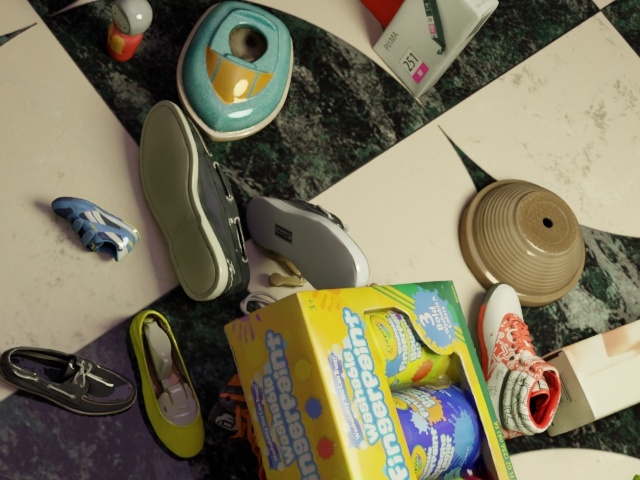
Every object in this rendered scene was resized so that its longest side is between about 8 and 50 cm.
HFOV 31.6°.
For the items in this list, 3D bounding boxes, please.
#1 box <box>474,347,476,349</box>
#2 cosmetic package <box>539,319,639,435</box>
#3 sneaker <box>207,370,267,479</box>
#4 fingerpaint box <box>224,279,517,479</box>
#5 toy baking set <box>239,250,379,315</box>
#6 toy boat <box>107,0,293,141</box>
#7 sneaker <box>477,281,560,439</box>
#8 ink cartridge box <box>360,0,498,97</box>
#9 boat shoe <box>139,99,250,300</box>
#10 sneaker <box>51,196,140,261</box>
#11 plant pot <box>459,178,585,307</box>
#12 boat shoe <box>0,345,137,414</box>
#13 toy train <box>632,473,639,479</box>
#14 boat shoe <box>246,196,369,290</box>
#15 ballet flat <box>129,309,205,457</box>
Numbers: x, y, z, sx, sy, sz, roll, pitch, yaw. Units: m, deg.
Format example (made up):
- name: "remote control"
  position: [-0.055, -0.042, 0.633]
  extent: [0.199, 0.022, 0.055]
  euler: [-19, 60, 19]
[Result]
- name: "box"
  position: [0.184, 0.197, 1.862]
  extent: [0.136, 0.028, 0.081]
  euler: [18, 63, -9]
- name: "cosmetic package"
  position: [0.510, 0.212, 1.903]
  extent: [0.296, 0.153, 0.129]
  euler: [-15, 75, -26]
- name: "sneaker"
  position: [-0.085, 0.314, 1.674]
  extent: [0.180, 0.125, 0.321]
  euler: [14, 53, -9]
- name: "fingerpaint box"
  position: [0.098, 0.292, 1.614]
  extent: [0.371, 0.163, 0.445]
  euler: [-1, 70, -49]
- name: "toy baking set"
  position: [-0.021, 0.105, 1.828]
  extent: [0.196, 0.030, 0.256]
  euler: [28, 57, -2]
- name: "toy boat"
  position: [-0.198, -0.307, 1.869]
  extent: [0.318, 0.148, 0.268]
  euler: [17, 63, -13]
- name: "sneaker"
  position: [0.327, 0.190, 1.834]
  extent: [0.090, 0.145, 0.270]
  euler: [27, 64, -32]
- name: "ink cartridge box"
  position: [0.158, -0.413, 1.971]
  extent: [0.060, 0.275, 0.239]
  euler: [-39, 84, -29]
- name: "boat shoe"
  position: [-0.188, -0.063, 1.794]
  extent: [0.113, 0.127, 0.340]
  euler: [6, 54, -50]
- name: "sneaker"
  position: [-0.352, -0.019, 1.745]
  extent: [0.144, 0.053, 0.059]
  euler: [27, 64, -6]
- name: "plant pot"
  position: [0.371, -0.011, 1.972]
  extent: [0.237, 0.110, 0.238]
  euler: [8, 65, -18]
- name: "boat shoe"
  position: [-0.363, 0.200, 1.639]
  extent: [0.206, 0.065, 0.075]
  euler: [17, 63, -12]
- name: "toy train"
  position: [0.582, 0.412, 1.880]
  extent: [0.143, 0.105, 0.248]
  euler: [8, 65, -2]
- name: "boat shoe"
  position: [0.000, 0.000, 1.761]
  extent: [0.102, 0.301, 0.108]
  euler: [-8, 111, -33]
- name: "ballet flat"
  position: [-0.227, 0.208, 1.678]
  extent: [0.077, 0.077, 0.231]
  euler: [-14, 74, -25]
